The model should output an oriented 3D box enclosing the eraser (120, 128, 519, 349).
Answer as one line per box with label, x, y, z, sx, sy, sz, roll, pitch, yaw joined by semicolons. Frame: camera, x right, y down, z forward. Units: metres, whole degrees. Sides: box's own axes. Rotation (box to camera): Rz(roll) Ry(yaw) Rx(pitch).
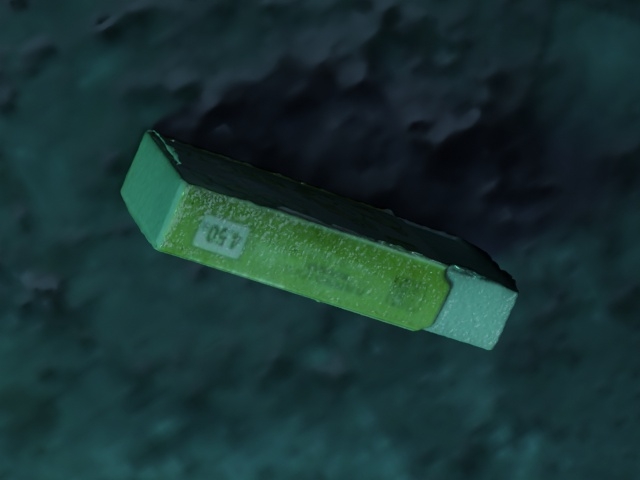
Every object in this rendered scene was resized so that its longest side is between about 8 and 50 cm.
eraser;0.000;0.000;0.437;0.083;0.038;0.019;19;102;-24
